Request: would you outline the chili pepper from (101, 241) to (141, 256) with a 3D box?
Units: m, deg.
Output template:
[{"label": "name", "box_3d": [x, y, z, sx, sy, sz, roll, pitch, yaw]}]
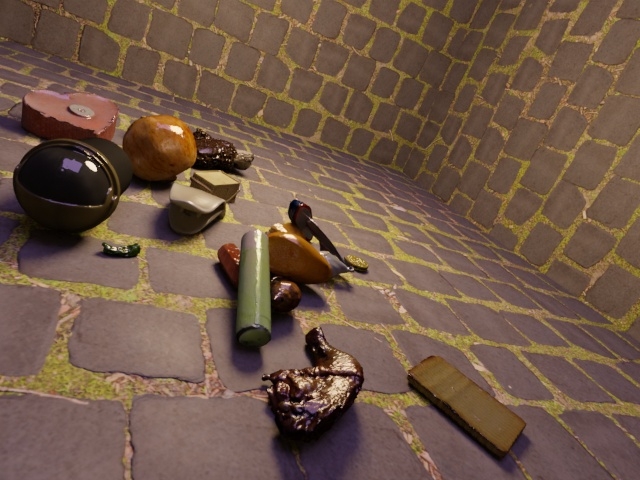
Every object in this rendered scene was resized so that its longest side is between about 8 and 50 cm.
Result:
[{"label": "chili pepper", "box_3d": [-0.466, 0.022, 1.013, 0.091, 0.034, 0.030, 2, -4, -42]}]

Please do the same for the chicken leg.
[{"label": "chicken leg", "box_3d": [-0.007, 0.265, 0.823, 0.177, 0.083, 0.322, 14, 19, 20]}]

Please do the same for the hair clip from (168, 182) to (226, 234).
[{"label": "hair clip", "box_3d": [-0.380, -0.108, 1.295, 0.172, 0.113, 0.282, 20, 20, -8]}]

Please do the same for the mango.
[{"label": "mango", "box_3d": [-0.066, 0.052, 1.186, 0.217, 0.141, 0.102, 25, 26, -2]}]

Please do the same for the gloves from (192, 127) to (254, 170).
[{"label": "gloves", "box_3d": [-0.459, -0.381, 1.860, 0.312, 0.135, 0.210, -6, 41, -47]}]

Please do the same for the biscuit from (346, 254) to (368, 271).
[{"label": "biscuit", "box_3d": [0.126, 0.079, 1.487, 0.084, 0.023, 0.084, 20, 19, -7]}]

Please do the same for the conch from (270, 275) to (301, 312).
[{"label": "conch", "box_3d": [-0.094, 0.133, 1.063, 0.086, 0.080, 0.232, 33, -6, -9]}]

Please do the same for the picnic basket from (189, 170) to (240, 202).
[{"label": "picnic basket", "box_3d": [-0.380, -0.192, 1.549, 0.115, 0.080, 0.164, 33, 23, 21]}]

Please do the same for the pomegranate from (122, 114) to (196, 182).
[{"label": "pomegranate", "box_3d": [-0.543, -0.307, 1.466, 0.248, 0.248, 0.248, 20, 21, -8]}]

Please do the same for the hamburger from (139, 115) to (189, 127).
[{"label": "hamburger", "box_3d": [-0.672, -0.448, 1.825, 0.214, 0.125, 0.235, -7, 31, -43]}]

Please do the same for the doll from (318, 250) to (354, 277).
[{"label": "doll", "box_3d": [-0.010, 0.072, 1.296, 0.227, 0.075, 0.102, 11, 43, -3]}]

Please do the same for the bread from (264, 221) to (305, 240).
[{"label": "bread", "box_3d": [-0.108, -0.010, 1.379, 0.106, 0.082, 0.125, 26, 17, 29]}]

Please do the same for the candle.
[{"label": "candle", "box_3d": [-0.867, -0.418, 1.551, 0.287, 0.131, 0.317, 38, 34, 20]}]

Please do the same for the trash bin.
[{"label": "trash bin", "box_3d": [-0.581, -0.143, 1.037, 0.214, 0.214, 0.334, 18, 17, -13]}]

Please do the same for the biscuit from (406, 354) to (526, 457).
[{"label": "biscuit", "box_3d": [0.327, 0.365, 0.981, 0.254, 0.029, 0.172, 37, 25, 32]}]

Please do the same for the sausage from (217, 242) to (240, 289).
[{"label": "sausage", "box_3d": [-0.223, 0.059, 1.113, 0.065, 0.065, 0.169, 7, 26, -37]}]

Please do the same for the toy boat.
[{"label": "toy boat", "box_3d": [-0.014, -0.024, 1.389, 0.318, 0.072, 0.219, 42, -17, 49]}]

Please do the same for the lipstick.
[{"label": "lipstick", "box_3d": [-0.150, 0.100, 0.972, 0.076, 0.076, 0.304, 15, 37, -20]}]
